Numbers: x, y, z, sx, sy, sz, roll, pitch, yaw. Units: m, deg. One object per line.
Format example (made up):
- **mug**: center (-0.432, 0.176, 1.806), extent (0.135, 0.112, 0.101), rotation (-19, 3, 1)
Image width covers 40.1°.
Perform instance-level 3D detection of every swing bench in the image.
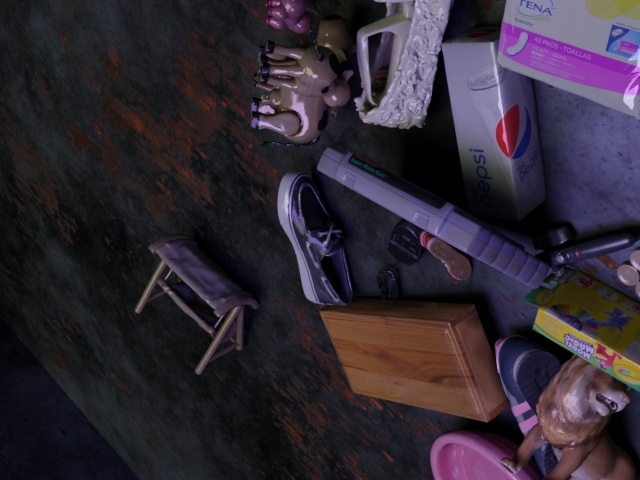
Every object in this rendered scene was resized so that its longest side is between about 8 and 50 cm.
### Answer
- **swing bench**: center (-0.298, 0.141, 2.146), extent (0.253, 0.165, 0.254), rotation (43, 135, 20)

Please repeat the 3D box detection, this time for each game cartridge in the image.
- **game cartridge**: center (0.175, -0.044, 1.409), extent (0.355, 0.068, 0.230), rotation (33, -178, 44)

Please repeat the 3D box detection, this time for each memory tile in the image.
- **memory tile**: center (0.513, 0.042, 1.289), extent (0.113, 0.012, 0.148), rotation (44, 140, 17)

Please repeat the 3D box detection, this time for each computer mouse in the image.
- **computer mouse**: center (0.155, 0.038, 1.673), extent (0.071, 0.041, 0.242), rotation (35, 144, 15)

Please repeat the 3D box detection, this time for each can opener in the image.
- **can opener**: center (0.404, 0.011, 1.350), extent (0.186, 0.059, 0.073), rotation (-12, 110, 51)

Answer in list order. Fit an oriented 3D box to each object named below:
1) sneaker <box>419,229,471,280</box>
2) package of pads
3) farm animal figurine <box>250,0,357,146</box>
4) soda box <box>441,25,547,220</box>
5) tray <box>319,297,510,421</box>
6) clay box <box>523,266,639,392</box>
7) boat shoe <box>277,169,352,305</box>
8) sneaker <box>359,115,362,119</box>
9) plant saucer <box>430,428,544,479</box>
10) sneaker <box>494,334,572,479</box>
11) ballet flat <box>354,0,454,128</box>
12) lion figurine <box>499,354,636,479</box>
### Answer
- **sneaker**: center (0.222, 0.021, 1.568), extent (0.118, 0.042, 0.067), rotation (43, -173, -33)
- **package of pads**: center (0.358, -0.334, 1.126), extent (0.229, 0.101, 0.296), rotation (30, 134, 30)
- **farm animal figurine**: center (-0.018, -0.289, 1.466), extent (0.172, 0.330, 0.326), rotation (7, 134, -8)
- **soda box**: center (0.269, -0.178, 1.340), extent (0.098, 0.091, 0.286), rotation (11, 123, 43)
- **tray**: center (0.168, 0.222, 1.709), extent (0.411, 0.076, 0.203), rotation (-3, 114, 56)
- **clay box**: center (0.432, 0.130, 1.346), extent (0.222, 0.127, 0.053), rotation (31, 136, 31)
- **boat shoe**: center (0.000, 0.000, 1.756), extent (0.102, 0.108, 0.301), rotation (8, 121, 40)
- **sneaker**: center (0.104, -0.230, 1.545), extent (0.083, 0.032, 0.037), rotation (2, 103, 42)
- **plant saucer**: center (0.355, 0.498, 1.693), extent (0.332, 0.084, 0.332), rotation (42, 149, 33)
- **sneaker**: center (0.396, 0.301, 1.554), extent (0.131, 0.112, 0.319), rotation (-133, 21, -66)
- **ballet flat**: center (0.126, -0.337, 1.327), extent (0.147, 0.147, 0.409), rotation (33, 137, 29)
- **lion figurine**: center (0.444, 0.354, 1.450), extent (0.142, 0.240, 0.392), rotation (30, 160, 45)
